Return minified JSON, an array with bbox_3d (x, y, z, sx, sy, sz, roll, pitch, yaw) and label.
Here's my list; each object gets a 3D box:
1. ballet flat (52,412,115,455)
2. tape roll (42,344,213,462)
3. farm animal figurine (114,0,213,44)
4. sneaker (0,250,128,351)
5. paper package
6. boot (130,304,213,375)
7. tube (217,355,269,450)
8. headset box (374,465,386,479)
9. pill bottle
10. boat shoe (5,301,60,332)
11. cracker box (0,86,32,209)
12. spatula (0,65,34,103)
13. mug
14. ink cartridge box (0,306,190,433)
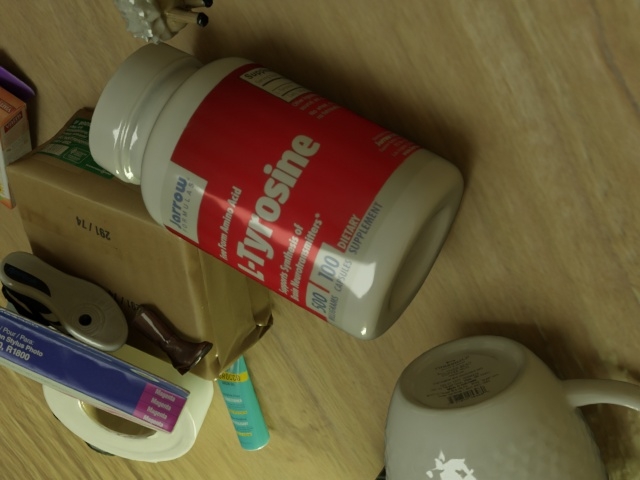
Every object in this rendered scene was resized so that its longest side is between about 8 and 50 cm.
[{"bbox_3d":[-0.485,0.387,2.205,0.173,0.049,0.057,37,97,4],"label":"ballet flat"},{"bbox_3d":[-0.334,0.263,1.846,0.286,0.100,0.286,10,135,10],"label":"tape roll"},{"bbox_3d":[-0.196,-0.412,1.056,0.172,0.330,0.327,11,161,30],"label":"farm animal figurine"},{"bbox_3d":[-0.368,0.105,1.543,0.217,0.079,0.121,33,151,10],"label":"sneaker"},{"bbox_3d":[-0.253,0.004,1.534,0.325,0.168,0.309,20,136,26],"label":"paper package"},{"bbox_3d":[-0.209,0.127,1.454,0.114,0.037,0.106,48,139,-1],"label":"boot"},{"bbox_3d":[-0.137,0.258,1.780,0.080,0.052,0.207,-1,120,29],"label":"tube"},{"bbox_3d":[0.148,0.492,1.592,0.283,0.246,0.131,28,140,15],"label":"headset box"},{"bbox_3d":[-0.059,-0.073,1.244,0.408,0.229,0.229,29,140,16],"label":"pill bottle"},{"bbox_3d":[-0.469,0.129,1.925,0.226,0.083,0.076,6,159,34],"label":"boat shoe"},{"bbox_3d":[-0.535,-0.169,1.668,0.156,0.067,0.232,34,150,9],"label":"cracker box"},{"bbox_3d":[-0.545,-0.319,1.583,0.296,0.030,0.084,52,147,-12],"label":"spatula"},{"bbox_3d":[0.265,0.288,1.320,0.374,0.276,0.328,-14,113,13],"label":"mug"},{"bbox_3d":[-0.356,0.198,1.568,0.324,0.071,0.330,24,167,-3],"label":"ink cartridge box"}]
